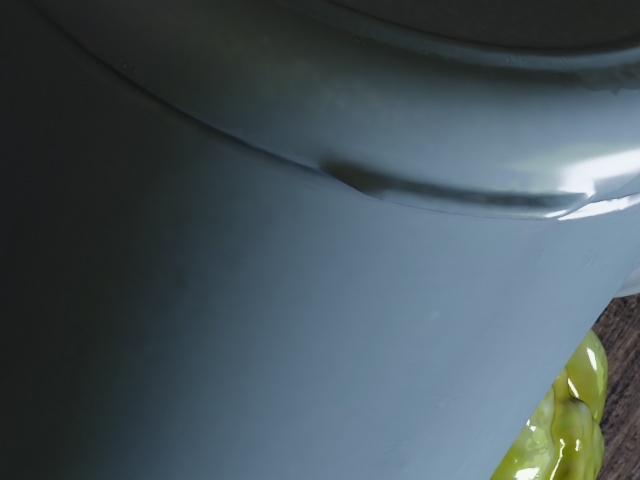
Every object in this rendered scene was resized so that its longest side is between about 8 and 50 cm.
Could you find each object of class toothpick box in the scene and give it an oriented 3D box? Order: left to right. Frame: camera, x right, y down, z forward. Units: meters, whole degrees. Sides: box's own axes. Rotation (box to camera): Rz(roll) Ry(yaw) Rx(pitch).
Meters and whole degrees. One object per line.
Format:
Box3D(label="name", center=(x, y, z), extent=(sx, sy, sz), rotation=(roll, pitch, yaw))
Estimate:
Box3D(label="toothpick box", center=(-0.047, 0.010, 0.589), extent=(0.263, 0.263, 0.354), rotation=(-46, 165, -48))

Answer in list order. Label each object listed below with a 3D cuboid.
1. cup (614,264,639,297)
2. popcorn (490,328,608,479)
Box3D(label="cup", center=(0.234, -0.048, 1.729), extent=(0.323, 0.236, 0.327), rotation=(-29, 175, 11))
Box3D(label="popcorn", center=(0.070, 0.192, 1.417), extent=(0.293, 0.292, 0.334), rotation=(-37, 151, -41))
